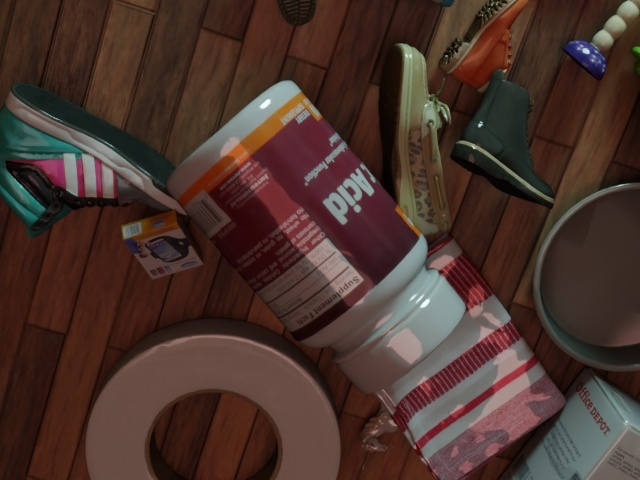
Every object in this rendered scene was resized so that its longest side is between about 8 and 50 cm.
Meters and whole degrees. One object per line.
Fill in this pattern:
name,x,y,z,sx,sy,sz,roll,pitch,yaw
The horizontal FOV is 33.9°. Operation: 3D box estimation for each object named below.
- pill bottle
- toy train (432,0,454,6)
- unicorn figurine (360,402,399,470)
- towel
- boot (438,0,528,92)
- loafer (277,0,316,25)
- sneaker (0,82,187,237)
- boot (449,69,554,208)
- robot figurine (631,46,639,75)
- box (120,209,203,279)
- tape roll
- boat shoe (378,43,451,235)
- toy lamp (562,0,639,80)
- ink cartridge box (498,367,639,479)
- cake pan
pill bottle,0.000,0.000,1.408,0.224,0.224,0.392,-40,96,10
toy train,0.138,-0.436,1.377,0.143,0.105,0.248,10,107,-16
unicorn figurine,0.116,0.265,1.615,0.111,0.060,0.161,-1,91,-1
towel,0.191,0.185,1.568,0.237,0.037,0.329,-36,101,-4
boot,0.244,-0.278,1.451,0.085,0.059,0.158,35,111,-15
loafer,-0.038,-0.363,1.416,0.056,0.050,0.148,-8,123,4
sneaker,-0.332,-0.069,1.456,0.296,0.124,0.178,30,110,-18
boot,0.284,-0.136,1.473,0.198,0.077,0.137,27,86,-40
robot figurine,0.487,-0.235,1.464,0.101,0.067,0.115,-44,105,8
box,-0.221,0.011,1.494,0.081,0.028,0.136,-17,146,5
tape roll,-0.160,0.310,1.605,0.392,0.072,0.392,-1,108,-3
boat shoe,0.136,-0.139,1.470,0.089,0.104,0.285,-7,119,-8
toy lamp,0.448,-0.344,1.427,0.080,0.080,0.274,39,105,-13
ink cartridge box,0.389,0.356,1.576,0.114,0.197,0.273,30,104,-12
cake pan,0.455,0.050,1.559,0.293,0.054,0.293,-1,107,-2
